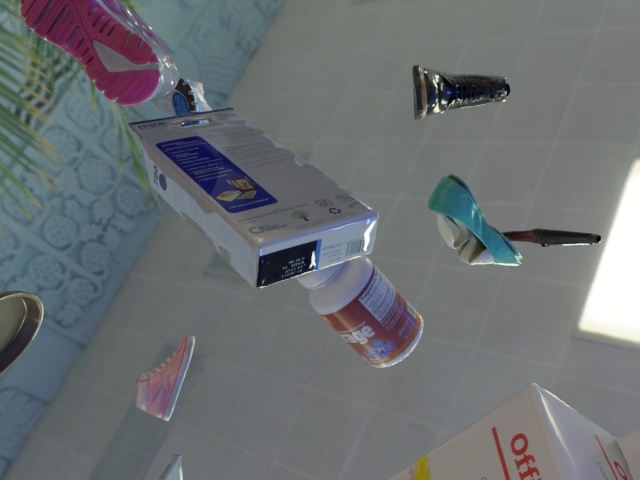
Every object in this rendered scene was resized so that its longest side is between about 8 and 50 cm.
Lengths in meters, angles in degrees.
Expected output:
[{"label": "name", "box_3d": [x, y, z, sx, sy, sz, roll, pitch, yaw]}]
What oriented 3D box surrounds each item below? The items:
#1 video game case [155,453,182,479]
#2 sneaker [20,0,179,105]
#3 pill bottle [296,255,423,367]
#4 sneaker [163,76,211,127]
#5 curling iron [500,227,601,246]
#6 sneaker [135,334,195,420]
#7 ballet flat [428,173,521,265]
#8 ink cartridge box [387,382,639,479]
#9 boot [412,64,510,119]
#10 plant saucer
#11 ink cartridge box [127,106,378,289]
[{"label": "video game case", "box_3d": [-0.212, 0.373, 0.891, 0.015, 0.119, 0.166, 4, -162, 10]}, {"label": "sneaker", "box_3d": [-0.276, -0.258, 0.879, 0.103, 0.111, 0.252, -42, -100, 11]}, {"label": "pill bottle", "box_3d": [0.060, 0.098, 1.134, 0.121, 0.216, 0.121, -37, -158, 18]}, {"label": "sneaker", "box_3d": [-0.200, -0.177, 1.144, 0.071, 0.191, 0.083, 4, -156, 17]}, {"label": "curling iron", "box_3d": [0.401, 0.003, 1.287, 0.068, 0.035, 0.274, -45, -158, -24]}, {"label": "sneaker", "box_3d": [-0.242, 0.203, 1.067, 0.051, 0.070, 0.134, 151, -42, -83]}, {"label": "ballet flat", "box_3d": [0.260, -0.011, 1.211, 0.087, 0.247, 0.083, -48, -146, -3]}, {"label": "ink cartridge box", "box_3d": [0.130, 0.249, 0.484, 0.353, 0.119, 0.207, -43, -150, 25]}, {"label": "boot", "box_3d": [0.205, -0.218, 1.000, 0.136, 0.077, 0.198, 1, -161, 14]}, {"label": "plant saucer", "box_3d": [-0.691, 0.207, 1.417, 0.041, 0.278, 0.278, 37, -97, 13]}, {"label": "ink cartridge box", "box_3d": [-0.096, -0.068, 0.858, 0.165, 0.065, 0.332, -16, -140, -32]}]
